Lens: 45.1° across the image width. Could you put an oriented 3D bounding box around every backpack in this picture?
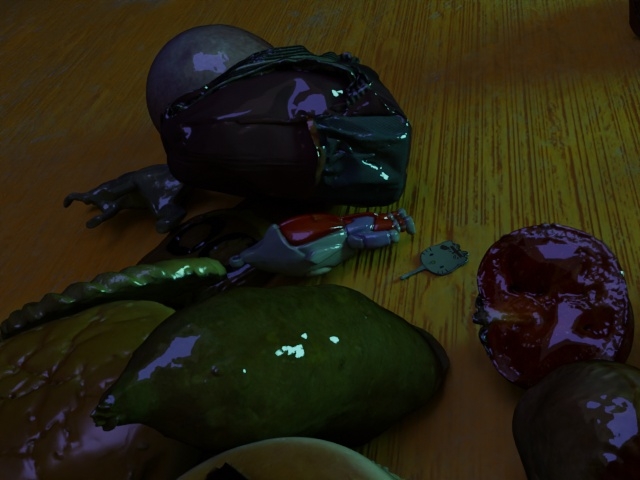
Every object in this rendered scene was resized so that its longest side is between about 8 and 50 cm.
[{"bbox_3d":[-0.056,-0.159,1.040,0.318,0.197,0.283,-1,25,-6],"label":"backpack"}]

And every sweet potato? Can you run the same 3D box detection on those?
[{"bbox_3d":[-0.029,0.106,0.661,0.158,0.370,0.157,-9,75,35],"label":"sweet potato"}]

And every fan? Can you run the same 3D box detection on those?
[{"bbox_3d":[0.130,0.027,0.895,0.083,0.004,0.056,-26,35,-7],"label":"fan"}]

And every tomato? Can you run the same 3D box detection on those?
[{"bbox_3d":[0.219,0.071,0.717,0.139,0.091,0.159,-17,61,24],"label":"tomato"}]

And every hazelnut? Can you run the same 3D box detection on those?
[{"bbox_3d":[0.221,0.156,0.567,0.143,0.143,0.154,-24,18,-3],"label":"hazelnut"}]

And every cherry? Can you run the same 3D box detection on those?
[{"bbox_3d":[-0.152,-0.248,1.240,0.239,0.206,0.239,-20,18,7],"label":"cherry"}]

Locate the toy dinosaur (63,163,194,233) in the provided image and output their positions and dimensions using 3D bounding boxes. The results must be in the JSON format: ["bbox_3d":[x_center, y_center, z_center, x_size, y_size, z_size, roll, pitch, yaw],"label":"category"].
[{"bbox_3d":[-0.278,-0.073,1.178,0.294,0.077,0.162,4,27,28],"label":"toy dinosaur"}]

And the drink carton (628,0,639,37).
[{"bbox_3d":[0.570,-0.393,1.077,0.190,0.191,0.185,-29,33,-21],"label":"drink carton"}]

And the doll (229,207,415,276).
[{"bbox_3d":[0.000,0.000,0.940,0.228,0.075,0.102,-15,20,-7],"label":"doll"}]

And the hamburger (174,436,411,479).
[{"bbox_3d":[-0.023,0.276,0.501,0.302,0.170,0.302,-18,35,13],"label":"hamburger"}]

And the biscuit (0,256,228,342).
[{"bbox_3d":[-0.253,0.070,0.875,0.274,0.036,0.187,-20,-8,11],"label":"biscuit"}]

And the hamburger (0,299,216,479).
[{"bbox_3d":[-0.228,0.191,0.737,0.319,0.158,0.318,-14,37,11],"label":"hamburger"}]

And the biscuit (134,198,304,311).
[{"bbox_3d":[-0.150,0.020,1.026,0.290,0.041,0.208,-38,37,-23],"label":"biscuit"}]
